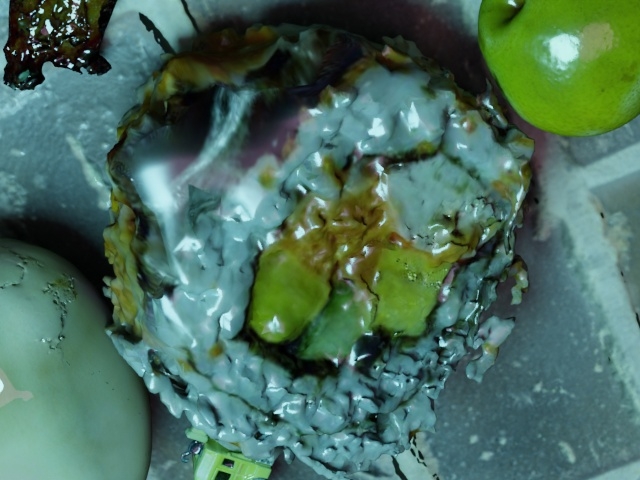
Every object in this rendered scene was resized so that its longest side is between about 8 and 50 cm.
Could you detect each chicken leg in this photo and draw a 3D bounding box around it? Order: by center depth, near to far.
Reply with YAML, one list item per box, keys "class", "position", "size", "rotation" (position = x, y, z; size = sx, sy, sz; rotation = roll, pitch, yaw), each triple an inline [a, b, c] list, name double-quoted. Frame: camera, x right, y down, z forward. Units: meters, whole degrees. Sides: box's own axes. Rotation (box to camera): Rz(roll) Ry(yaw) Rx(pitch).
- class: "chicken leg"
  position: [-0.199, -0.218, 1.493]
  size: [0.105, 0.063, 0.234]
  rotation: [23, 112, -20]

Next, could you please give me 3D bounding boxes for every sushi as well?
- class: "sushi"
  position: [0.002, 0.004, 1.540]
  size: [0.418, 0.176, 0.417]
  rotation: [-5, 106, -18]

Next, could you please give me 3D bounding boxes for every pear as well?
- class: "pear"
  position: [0.241, -0.174, 1.504]
  size: [0.216, 0.166, 0.180]
  rotation: [11, 106, -38]

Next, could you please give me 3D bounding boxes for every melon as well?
- class: "melon"
  position: [-0.269, 0.141, 1.581]
  size: [0.223, 0.223, 0.317]
  rotation: [-15, 119, 4]

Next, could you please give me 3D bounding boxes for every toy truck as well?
- class: "toy truck"
  position: [-0.074, 0.169, 1.691]
  size: [0.100, 0.077, 0.169]
  rotation: [18, 116, -15]
